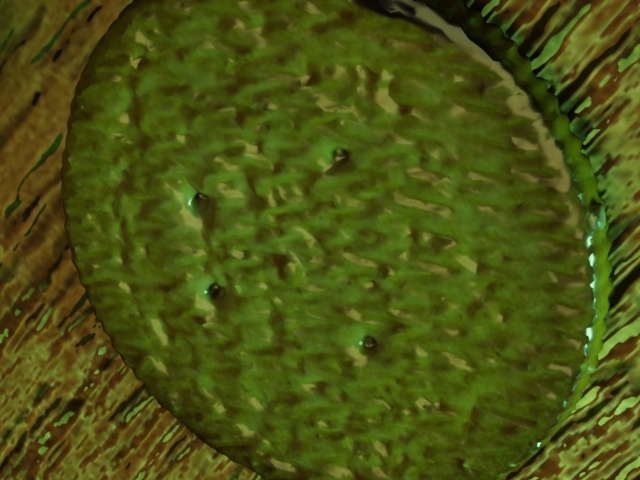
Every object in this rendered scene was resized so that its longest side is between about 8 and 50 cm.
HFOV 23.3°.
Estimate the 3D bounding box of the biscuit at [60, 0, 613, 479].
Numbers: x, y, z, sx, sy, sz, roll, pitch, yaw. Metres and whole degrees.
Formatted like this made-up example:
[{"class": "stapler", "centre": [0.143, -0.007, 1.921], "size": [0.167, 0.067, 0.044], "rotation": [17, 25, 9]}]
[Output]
[{"class": "biscuit", "centre": [0.000, 0.000, 0.766], "size": [0.305, 0.038, 0.305], "rotation": [13, 119, 24]}]
